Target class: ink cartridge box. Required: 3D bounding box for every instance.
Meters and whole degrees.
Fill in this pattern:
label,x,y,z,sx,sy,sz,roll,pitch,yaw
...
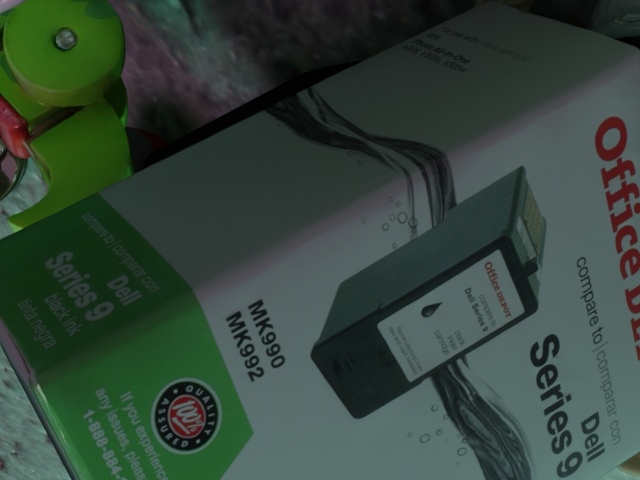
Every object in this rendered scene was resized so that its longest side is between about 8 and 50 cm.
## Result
label,x,y,z,sx,sy,sz,roll,pitch,yaw
ink cartridge box,0.020,0.046,0.552,0.121,0.289,0.211,36,150,55

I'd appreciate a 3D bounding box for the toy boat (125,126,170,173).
label,x,y,z,sx,sy,sz,roll,pitch,yaw
toy boat,-0.061,0.003,0.835,0.151,0.151,0.231,-36,108,24

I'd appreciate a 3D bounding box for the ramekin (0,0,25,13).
label,x,y,z,sx,sy,sz,roll,pitch,yaw
ramekin,-0.167,-0.244,0.529,0.277,0.135,0.277,10,117,20

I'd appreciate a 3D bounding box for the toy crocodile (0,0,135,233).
label,x,y,z,sx,sy,sz,roll,pitch,yaw
toy crocodile,-0.197,-0.144,0.694,0.340,0.105,0.115,58,165,9

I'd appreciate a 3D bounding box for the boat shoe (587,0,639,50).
label,x,y,z,sx,sy,sz,roll,pitch,yaw
boat shoe,0.226,-0.065,0.530,0.227,0.081,0.079,20,143,21

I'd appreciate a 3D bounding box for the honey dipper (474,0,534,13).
label,x,y,z,sx,sy,sz,roll,pitch,yaw
honey dipper,0.094,-0.084,0.669,0.030,0.030,0.160,24,148,16

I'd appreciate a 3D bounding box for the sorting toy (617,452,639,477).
label,x,y,z,sx,sy,sz,roll,pitch,yaw
sorting toy,0.208,0.053,0.627,0.348,0.047,0.196,7,112,51

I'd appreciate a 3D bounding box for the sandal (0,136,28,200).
label,x,y,z,sx,sy,sz,roll,pitch,yaw
sandal,-0.322,-0.053,1.041,0.219,0.060,0.090,-29,108,37

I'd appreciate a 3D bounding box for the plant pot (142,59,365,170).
label,x,y,z,sx,sy,sz,roll,pitch,yaw
plant pot,0.000,0.000,0.697,0.167,0.187,0.188,36,152,57
